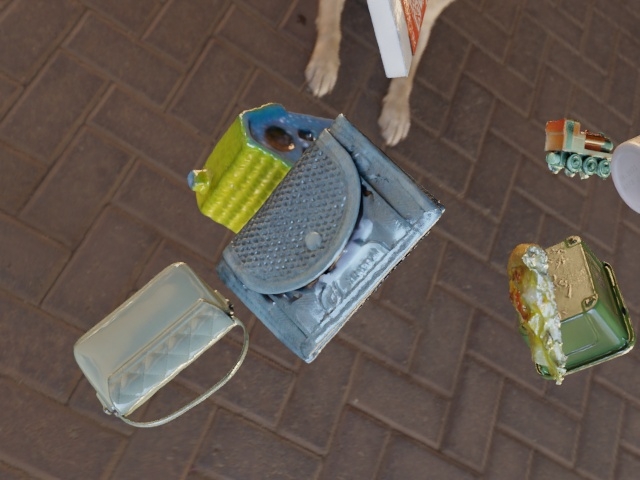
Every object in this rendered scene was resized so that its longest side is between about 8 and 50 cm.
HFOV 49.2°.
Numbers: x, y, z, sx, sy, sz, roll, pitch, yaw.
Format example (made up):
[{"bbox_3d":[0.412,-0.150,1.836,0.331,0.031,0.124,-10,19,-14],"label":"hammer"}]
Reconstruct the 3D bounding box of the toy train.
[{"bbox_3d":[0.572,-0.198,1.529,0.175,0.074,0.118,4,94,-25],"label":"toy train"}]

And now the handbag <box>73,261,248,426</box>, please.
[{"bbox_3d":[-0.244,0.177,1.112,0.256,0.079,0.219,-40,62,-13],"label":"handbag"}]

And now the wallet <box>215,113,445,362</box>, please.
[{"bbox_3d":[0.000,0.000,1.110,0.237,0.342,0.075,45,16,15],"label":"wallet"}]

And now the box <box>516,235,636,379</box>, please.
[{"bbox_3d":[0.610,0.156,1.756,0.178,0.252,0.329,47,29,-23],"label":"box"}]

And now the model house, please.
[{"bbox_3d":[-0.102,-0.133,1.436,0.303,0.237,0.216,6,52,-35],"label":"model house"}]

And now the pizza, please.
[{"bbox_3d":[0.436,0.147,1.415,0.075,0.280,0.288,-12,67,7],"label":"pizza"}]

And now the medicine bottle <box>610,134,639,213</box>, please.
[{"bbox_3d":[0.656,-0.160,1.141,0.340,0.130,0.130,-22,83,-11],"label":"medicine bottle"}]

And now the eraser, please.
[{"bbox_3d":[0.119,-0.375,1.059,0.157,0.038,0.230,68,30,-43],"label":"eraser"}]
